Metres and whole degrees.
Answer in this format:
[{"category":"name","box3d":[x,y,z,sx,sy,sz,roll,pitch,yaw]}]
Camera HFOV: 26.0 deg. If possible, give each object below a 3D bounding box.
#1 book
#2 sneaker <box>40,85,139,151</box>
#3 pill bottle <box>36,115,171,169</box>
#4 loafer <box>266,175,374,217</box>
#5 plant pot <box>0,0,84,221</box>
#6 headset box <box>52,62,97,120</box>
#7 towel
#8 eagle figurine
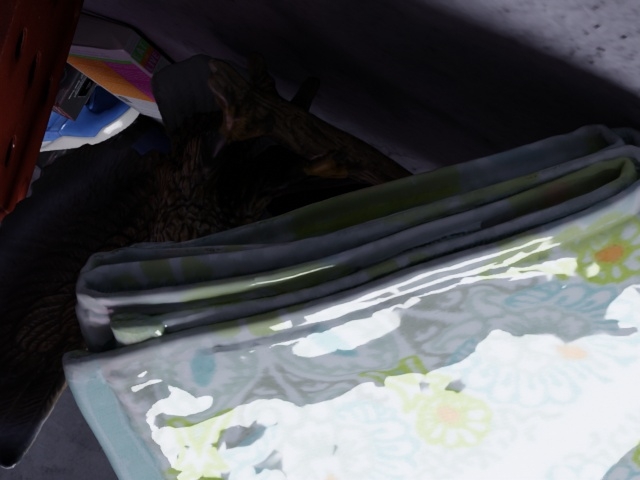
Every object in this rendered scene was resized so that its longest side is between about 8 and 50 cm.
[{"category":"book","box3d":[-0.147,-0.133,1.119,0.096,0.035,0.144,19,167,35]},{"category":"sneaker","box3d":[-0.243,-0.129,1.251,0.152,0.058,0.085,-10,130,15]},{"category":"pill bottle","box3d":[-0.174,-0.043,1.358,0.219,0.123,0.123,41,171,-2]},{"category":"loafer","box3d":[-0.071,0.005,1.019,0.095,0.302,0.109,7,117,42]},{"category":"plant pot","box3d":[-0.293,-0.140,0.885,0.235,0.267,0.267,14,171,-1]},{"category":"headset box","box3d":[-0.228,-0.145,1.195,0.083,0.062,0.032,25,171,25]},{"category":"towel","box3d":[0.059,0.124,0.789,0.090,0.320,0.374,-98,-8,-51]},{"category":"eagle figurine","box3d":[-0.096,0.029,0.881,0.226,0.298,0.225,42,-161,18]}]
